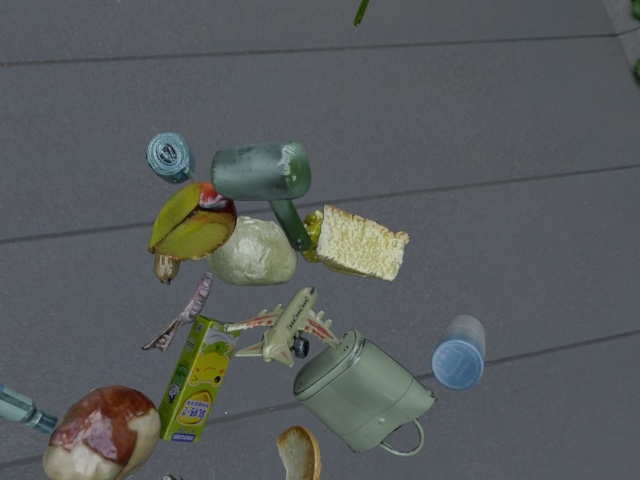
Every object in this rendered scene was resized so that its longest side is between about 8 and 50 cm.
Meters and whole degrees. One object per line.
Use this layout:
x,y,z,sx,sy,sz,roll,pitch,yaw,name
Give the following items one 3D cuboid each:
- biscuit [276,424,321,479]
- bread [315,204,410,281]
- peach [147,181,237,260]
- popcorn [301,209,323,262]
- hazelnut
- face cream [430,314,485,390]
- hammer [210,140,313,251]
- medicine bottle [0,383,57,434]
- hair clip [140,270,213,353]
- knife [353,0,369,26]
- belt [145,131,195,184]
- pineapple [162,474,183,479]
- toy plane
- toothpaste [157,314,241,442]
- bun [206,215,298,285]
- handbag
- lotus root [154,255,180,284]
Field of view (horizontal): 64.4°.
-0.067,0.771,1.758,0.040,0.205,0.309,24,25,-30,biscuit
0.057,0.008,0.678,0.109,0.080,0.084,8,72,20,bread
-0.300,-0.064,1.292,0.158,0.267,0.154,25,39,-40,peach
0.003,-0.003,1.837,0.197,0.198,0.156,14,46,-6,popcorn
-0.518,0.462,1.210,0.261,0.261,0.241,-35,65,-19,hazelnut
0.233,0.178,0.844,0.077,0.250,0.078,0,90,18,face cream
-0.091,-0.073,1.117,0.206,0.336,0.119,1,52,22,hammer
-0.628,0.331,1.022,0.208,0.090,0.054,51,41,-37,medicine bottle
-0.420,0.227,1.555,0.069,0.173,0.300,44,71,-15,hair clip
0.111,-0.567,1.137,0.022,0.184,0.026,-7,51,-32,knife
-0.467,-0.256,1.599,0.147,0.082,0.163,-9,67,10,belt
-0.031,0.327,0.474,0.361,0.202,0.202,10,66,29,pineapple
-0.059,0.169,1.018,0.241,0.256,0.104,4,105,20,toy plane
-0.325,0.363,1.346,0.110,0.077,0.328,29,79,-45,toothpaste
-0.253,0.032,1.886,0.348,0.352,0.228,12,103,18,bun
0.109,0.351,1.108,0.241,0.109,0.315,-41,109,18,handbag
-0.432,0.053,1.438,0.072,0.062,0.151,5,70,-9,lotus root
